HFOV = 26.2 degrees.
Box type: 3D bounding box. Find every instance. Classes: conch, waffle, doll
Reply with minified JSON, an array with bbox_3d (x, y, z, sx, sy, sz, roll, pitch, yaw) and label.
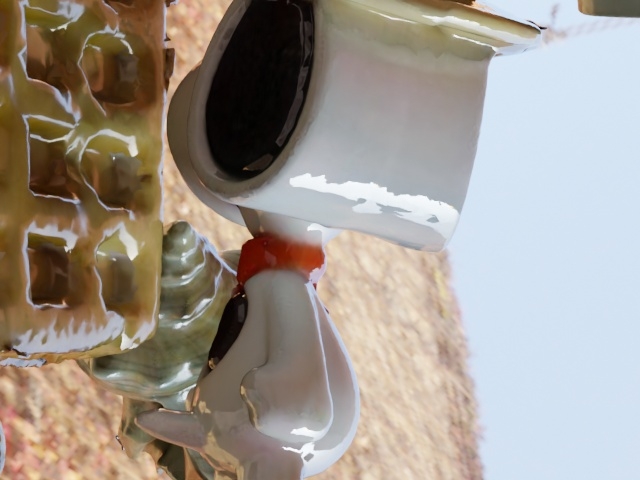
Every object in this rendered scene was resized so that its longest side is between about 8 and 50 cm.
[{"bbox_3d":[-0.065,0.064,0.737,0.114,0.234,0.137,-32,-133,-13],"label":"conch"},{"bbox_3d":[-0.162,-0.053,0.514,0.098,0.327,0.224,2,-91,19],"label":"waffle"},{"bbox_3d":[0.008,0.003,0.546,0.208,0.144,0.271,133,-39,-53],"label":"doll"}]

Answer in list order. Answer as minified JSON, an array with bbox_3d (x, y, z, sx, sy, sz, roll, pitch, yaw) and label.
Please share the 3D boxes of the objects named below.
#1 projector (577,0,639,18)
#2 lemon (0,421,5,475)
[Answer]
[{"bbox_3d":[0.167,-0.157,0.656,0.083,0.082,0.083,12,-146,45],"label":"projector"},{"bbox_3d":[-0.254,0.130,0.913,0.082,0.082,0.111,-43,-124,0],"label":"lemon"}]
